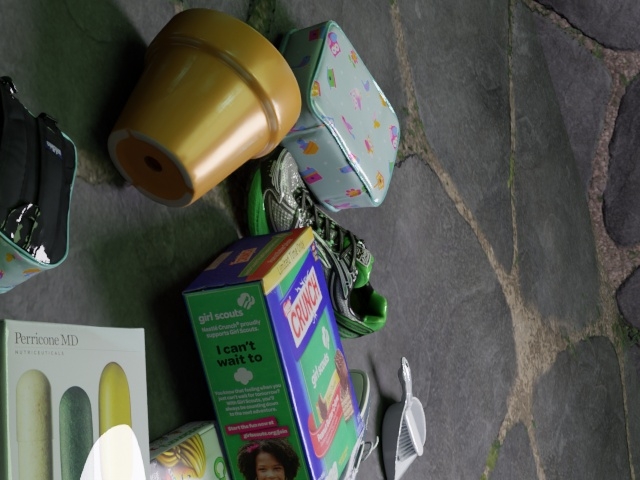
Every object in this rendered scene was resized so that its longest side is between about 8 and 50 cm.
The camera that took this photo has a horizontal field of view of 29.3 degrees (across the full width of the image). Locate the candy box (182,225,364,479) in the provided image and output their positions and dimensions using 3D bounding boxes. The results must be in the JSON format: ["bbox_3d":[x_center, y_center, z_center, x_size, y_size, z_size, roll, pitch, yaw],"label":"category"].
[{"bbox_3d":[-0.054,0.166,1.626,0.268,0.122,0.317,-50,126,-70],"label":"candy box"}]

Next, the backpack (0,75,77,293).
[{"bbox_3d":[-0.326,-0.044,1.192,0.166,0.144,0.188,48,20,-48],"label":"backpack"}]

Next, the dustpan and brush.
[{"bbox_3d":[0.142,0.296,2.060,0.147,0.060,0.211,-39,116,-58],"label":"dustpan and brush"}]

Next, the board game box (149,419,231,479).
[{"bbox_3d":[-0.161,0.393,1.483,0.193,0.053,0.305,-22,101,-62],"label":"board game box"}]

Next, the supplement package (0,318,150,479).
[{"bbox_3d":[-0.293,0.216,1.135,0.199,0.198,0.262,12,72,-60],"label":"supplement package"}]

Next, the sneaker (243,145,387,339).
[{"bbox_3d":[0.000,0.000,1.791,0.343,0.146,0.134,62,34,-30],"label":"sneaker"}]

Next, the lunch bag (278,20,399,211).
[{"bbox_3d":[0.023,-0.193,1.925,0.279,0.108,0.224,54,36,-42],"label":"lunch bag"}]

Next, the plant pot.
[{"bbox_3d":[-0.157,-0.149,1.511,0.188,0.205,0.205,-55,132,-32],"label":"plant pot"}]

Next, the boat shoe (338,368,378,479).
[{"bbox_3d":[0.027,0.311,1.808,0.079,0.095,0.254,53,41,-39],"label":"boat shoe"}]
